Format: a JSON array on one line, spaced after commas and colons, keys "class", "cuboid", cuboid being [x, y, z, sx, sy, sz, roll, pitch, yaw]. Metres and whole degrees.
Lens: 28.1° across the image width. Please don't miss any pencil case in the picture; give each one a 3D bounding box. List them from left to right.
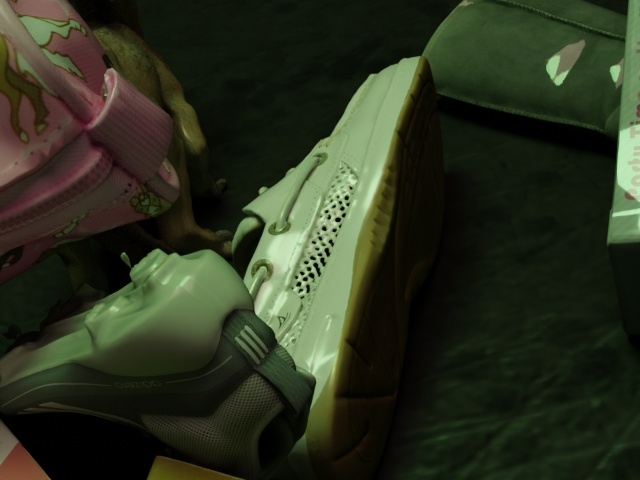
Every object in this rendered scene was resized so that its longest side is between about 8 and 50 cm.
[{"class": "pencil case", "cuboid": [-0.250, 0.019, 0.552, 0.386, 0.167, 0.160, -36, -5, 0]}]

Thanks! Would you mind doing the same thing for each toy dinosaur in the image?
[{"class": "toy dinosaur", "cuboid": [-0.131, -0.081, 0.709, 0.127, 0.200, 0.296, -15, 35, -1]}]

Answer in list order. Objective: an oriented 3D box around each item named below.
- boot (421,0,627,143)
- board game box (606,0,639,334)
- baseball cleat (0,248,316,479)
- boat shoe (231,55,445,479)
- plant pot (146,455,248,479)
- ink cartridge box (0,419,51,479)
[{"class": "boot", "cuboid": [0.189, -0.121, 0.769, 0.189, 0.076, 0.208, -35, 34, -20]}, {"class": "board game box", "cuboid": [0.292, -0.071, 0.569, 0.303, 0.097, 0.224, 1, 60, 20]}, {"class": "baseball cleat", "cuboid": [-0.074, 0.065, 0.527, 0.072, 0.109, 0.206, -44, 11, -27]}, {"class": "boat shoe", "cuboid": [0.000, 0.000, 0.638, 0.096, 0.098, 0.277, -2, 39, 20]}, {"class": "plant pot", "cuboid": [-0.032, 0.143, 0.472, 0.081, 0.081, 0.083, 10, 58, 30]}, {"class": "ink cartridge box", "cuboid": [-0.196, 0.158, 0.515, 0.198, 0.067, 0.115, -32, 38, -23]}]
